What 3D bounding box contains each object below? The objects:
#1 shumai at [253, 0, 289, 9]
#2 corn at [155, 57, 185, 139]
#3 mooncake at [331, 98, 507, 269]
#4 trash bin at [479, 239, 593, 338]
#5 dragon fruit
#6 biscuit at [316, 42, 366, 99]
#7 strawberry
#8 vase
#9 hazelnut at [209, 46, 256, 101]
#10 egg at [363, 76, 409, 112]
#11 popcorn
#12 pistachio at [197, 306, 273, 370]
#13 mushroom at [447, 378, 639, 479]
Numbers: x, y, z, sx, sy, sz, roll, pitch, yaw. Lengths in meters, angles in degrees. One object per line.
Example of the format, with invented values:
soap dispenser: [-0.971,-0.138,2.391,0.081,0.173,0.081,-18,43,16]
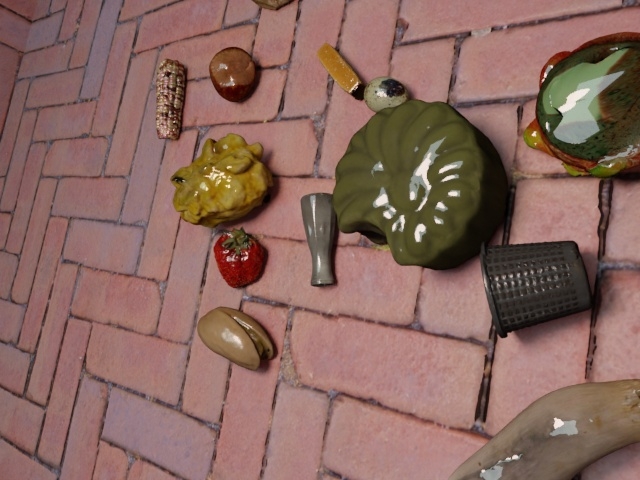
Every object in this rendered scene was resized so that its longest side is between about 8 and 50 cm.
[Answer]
shumai: [-0.152,-0.842,1.540,0.314,0.262,0.267,-48,55,15]
corn: [-0.487,-0.456,1.805,0.092,0.092,0.281,-8,77,36]
mooncake: [0.196,-0.113,1.126,0.351,0.187,0.352,-13,68,36]
trash bin: [0.375,0.071,0.964,0.160,0.175,0.176,-14,69,21]
dragon fruit: [0.495,-0.236,0.972,0.295,0.130,0.269,-24,69,30]
biscuit: [0.056,-0.424,1.397,0.052,0.056,0.188,-45,57,21]
strawberry: [-0.208,0.047,1.445,0.131,0.148,0.131,-5,42,5]
vase: [0.000,0.000,1.313,0.086,0.086,0.214,-11,76,35]
hazelnut: [-0.255,-0.478,1.605,0.143,0.143,0.154,-7,90,36]
egg: [0.152,-0.333,1.279,0.110,0.085,0.085,23,92,36]
popcorn: [-0.259,-0.150,1.469,0.286,0.215,0.252,-12,39,33]
pistachio: [-0.214,0.241,1.387,0.225,0.135,0.136,26,94,31]
mushroom: [0.385,0.343,0.897,0.177,0.126,0.397,46,106,26]
